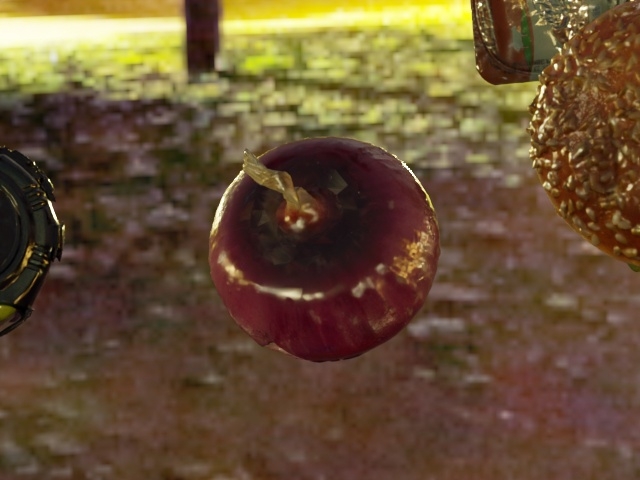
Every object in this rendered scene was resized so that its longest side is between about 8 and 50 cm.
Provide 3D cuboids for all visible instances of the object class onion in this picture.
[{"bbox_3d":[0.003,0.005,1.256,0.177,0.177,0.153,-4,-14,-11],"label":"onion"}]

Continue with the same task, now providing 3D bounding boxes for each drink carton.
[{"bbox_3d":[0.286,-0.288,2.033,0.191,0.185,0.189,-6,3,12],"label":"drink carton"}]

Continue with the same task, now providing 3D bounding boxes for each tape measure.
[{"bbox_3d":[-0.323,0.006,1.436,0.186,0.199,0.112,24,-15,-8],"label":"tape measure"}]

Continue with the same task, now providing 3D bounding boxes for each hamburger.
[{"bbox_3d":[0.347,-0.094,1.610,0.291,0.291,0.225,4,-3,23],"label":"hamburger"}]
